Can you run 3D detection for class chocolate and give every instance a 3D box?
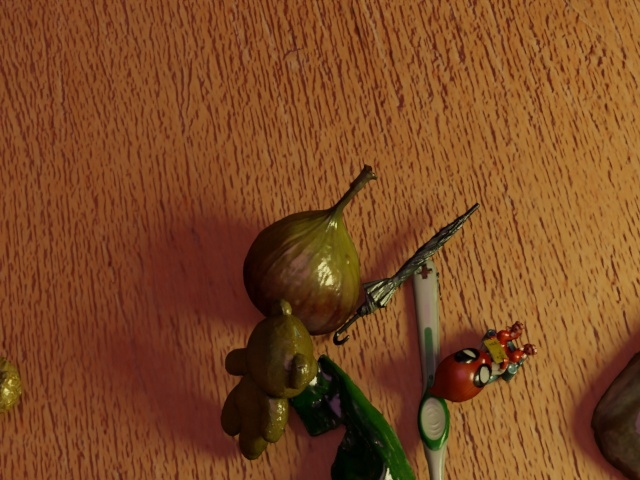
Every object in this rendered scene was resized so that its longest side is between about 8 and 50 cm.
[{"bbox_3d":[0.457,0.189,1.263,0.157,0.080,0.254,38,78,15],"label":"chocolate"}]

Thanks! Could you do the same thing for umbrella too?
[{"bbox_3d":[0.109,0.038,1.357,0.269,0.044,0.044,-44,118,-6],"label":"umbrella"}]

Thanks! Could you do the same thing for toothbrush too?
[{"bbox_3d":[0.144,0.218,1.297,0.042,0.040,0.417,-5,70,9],"label":"toothbrush"}]

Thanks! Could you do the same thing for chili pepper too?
[{"bbox_3d":[0.048,0.261,1.271,0.099,0.083,0.253,-33,68,3],"label":"chili pepper"}]

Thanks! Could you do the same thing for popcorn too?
[{"bbox_3d":[-0.436,0.192,1.340,0.083,0.057,0.082,28,74,16],"label":"popcorn"}]

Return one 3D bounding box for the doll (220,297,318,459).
[{"bbox_3d":[-0.061,0.180,1.264,0.097,0.209,0.137,1,44,-32],"label":"doll"}]

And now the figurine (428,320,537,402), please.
[{"bbox_3d":[0.200,0.158,1.291,0.140,0.075,0.068,-23,70,-22],"label":"figurine"}]

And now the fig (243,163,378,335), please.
[{"bbox_3d":[0.001,0.008,1.320,0.160,0.143,0.230,34,88,19],"label":"fig"}]
